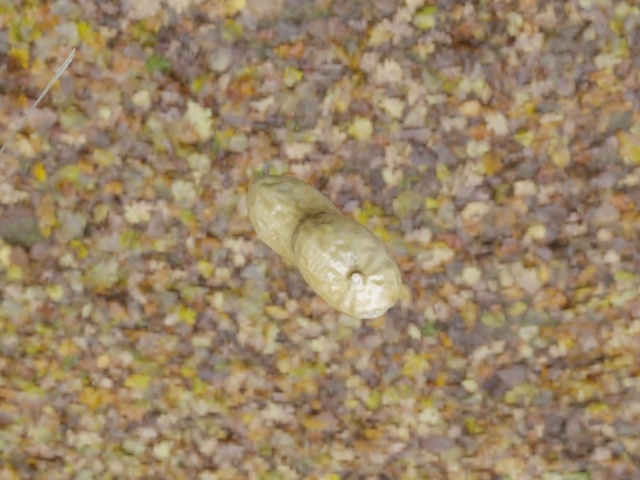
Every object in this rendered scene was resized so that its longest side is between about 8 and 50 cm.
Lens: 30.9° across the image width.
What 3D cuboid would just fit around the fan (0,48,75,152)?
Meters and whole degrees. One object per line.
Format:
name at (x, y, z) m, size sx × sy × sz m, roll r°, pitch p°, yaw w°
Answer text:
fan at (-0.377, -0.058, 1.277) m, size 0.012 × 0.414 × 0.233 m, roll 33°, pitch 157°, yaw -7°

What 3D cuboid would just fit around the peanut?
peanut at (0.000, 0.000, 1.408) m, size 0.101 × 0.263 × 0.117 m, roll -34°, pitch 136°, yaw -14°
